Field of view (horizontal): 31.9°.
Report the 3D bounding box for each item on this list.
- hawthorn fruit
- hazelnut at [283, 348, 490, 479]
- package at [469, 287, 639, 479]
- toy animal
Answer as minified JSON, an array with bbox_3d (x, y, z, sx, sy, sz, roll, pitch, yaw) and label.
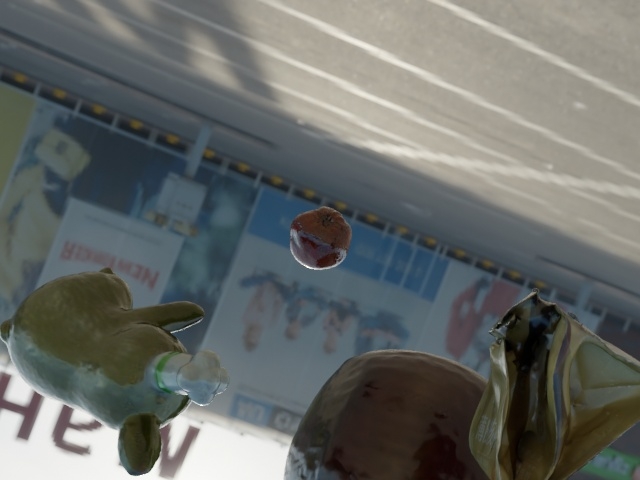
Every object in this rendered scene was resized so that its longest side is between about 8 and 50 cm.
[{"bbox_3d":[0.000,0.000,1.563,0.093,0.093,0.093,22,-179,0],"label":"hawthorn fruit"},{"bbox_3d":[0.137,0.371,1.647,0.420,0.421,0.353,22,154,29],"label":"hazelnut"},{"bbox_3d":[0.237,0.152,1.253,0.165,0.221,0.311,52,-179,6],"label":"package"},{"bbox_3d":[-0.221,0.158,1.331,0.363,0.181,0.180,22,-173,38],"label":"toy animal"}]
